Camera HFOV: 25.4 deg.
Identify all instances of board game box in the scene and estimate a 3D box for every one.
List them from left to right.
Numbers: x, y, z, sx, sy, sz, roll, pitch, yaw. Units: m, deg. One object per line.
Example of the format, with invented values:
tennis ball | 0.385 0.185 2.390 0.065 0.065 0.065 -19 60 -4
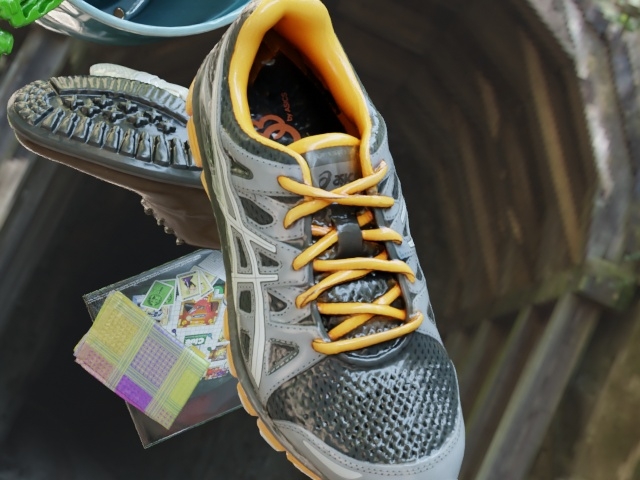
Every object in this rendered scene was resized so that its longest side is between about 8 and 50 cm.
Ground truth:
board game box | -0.051 0.059 1.175 0.030 0.259 0.136 137 -69 -79

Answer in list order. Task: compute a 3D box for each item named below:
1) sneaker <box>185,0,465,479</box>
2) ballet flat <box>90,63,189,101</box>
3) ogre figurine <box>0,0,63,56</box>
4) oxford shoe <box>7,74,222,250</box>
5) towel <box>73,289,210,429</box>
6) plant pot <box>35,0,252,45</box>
sneaker | 0.000 0.000 0.543 0.084 0.215 0.083 -15 -21 -20
ballet flat | -0.107 -0.091 1.114 0.168 0.052 0.057 44 23 -2
ogre figurine | -0.225 -0.206 1.019 0.118 0.197 0.097 6 -9 42
oxford shoe | -0.091 -0.036 0.896 0.227 0.083 0.096 18 -49 -13
towel | -0.116 0.076 0.914 0.083 0.060 0.009 36 21 9
plant pot | -0.184 -0.291 1.268 0.271 0.271 0.255 29 -16 -20
